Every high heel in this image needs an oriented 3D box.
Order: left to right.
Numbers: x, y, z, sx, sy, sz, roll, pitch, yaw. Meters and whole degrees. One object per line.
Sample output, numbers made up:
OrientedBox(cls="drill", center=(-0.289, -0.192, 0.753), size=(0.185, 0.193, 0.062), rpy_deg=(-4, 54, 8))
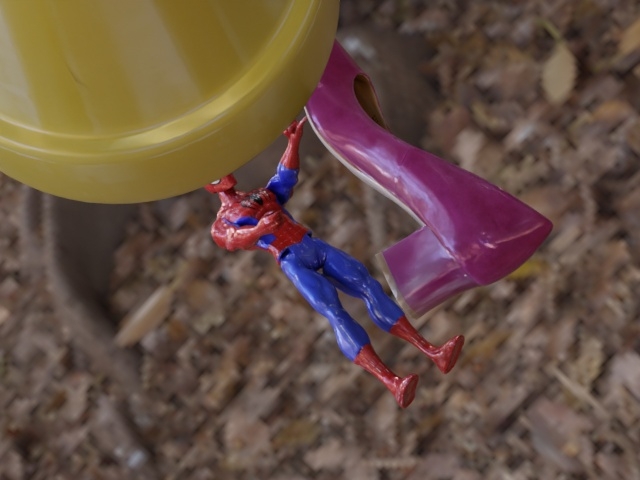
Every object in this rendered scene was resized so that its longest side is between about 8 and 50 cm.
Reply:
OrientedBox(cls="high heel", center=(0.066, -0.072, 1.273), size=(0.117, 0.082, 0.244), rpy_deg=(-32, 59, 16))

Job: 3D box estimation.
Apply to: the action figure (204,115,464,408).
OrientedBox(cls="action figure", center=(0.000, 0.000, 1.545), size=(0.091, 0.280, 0.139), rpy_deg=(-37, -26, -31))

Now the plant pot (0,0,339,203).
OrientedBox(cls="plant pot", center=(-0.123, -0.174, 0.970), size=(0.254, 0.254, 0.239), rpy_deg=(-51, -14, -11))
